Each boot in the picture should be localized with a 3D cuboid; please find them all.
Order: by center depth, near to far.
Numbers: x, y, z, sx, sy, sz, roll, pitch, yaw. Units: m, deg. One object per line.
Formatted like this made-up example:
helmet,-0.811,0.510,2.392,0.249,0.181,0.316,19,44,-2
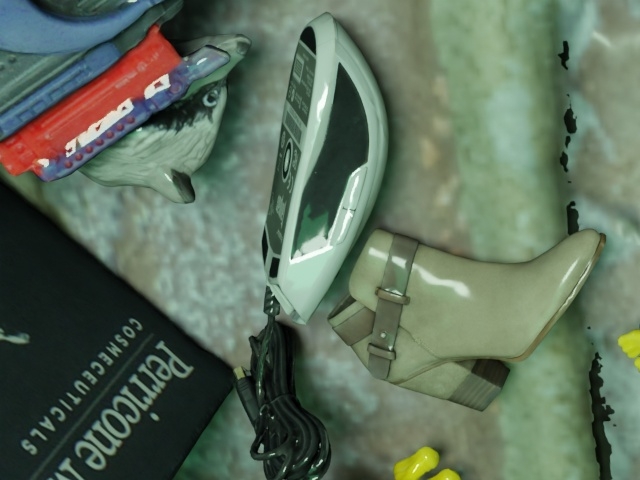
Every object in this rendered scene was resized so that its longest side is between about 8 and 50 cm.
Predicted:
boot,0.058,0.021,0.604,0.087,0.042,0.118,33,116,2

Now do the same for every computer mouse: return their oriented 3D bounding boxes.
computer mouse,0.000,0.000,0.589,0.042,0.106,0.193,8,107,-11

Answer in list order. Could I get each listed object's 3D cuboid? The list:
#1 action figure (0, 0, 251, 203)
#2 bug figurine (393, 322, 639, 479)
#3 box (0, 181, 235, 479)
action figure,-0.109,-0.171,0.536,0.341,0.178,0.330,-27,112,-2
bug figurine,0.122,0.127,0.596,0.279,0.072,0.216,-35,111,26
box,-0.354,0.094,0.500,0.472,0.480,0.297,41,116,-4
